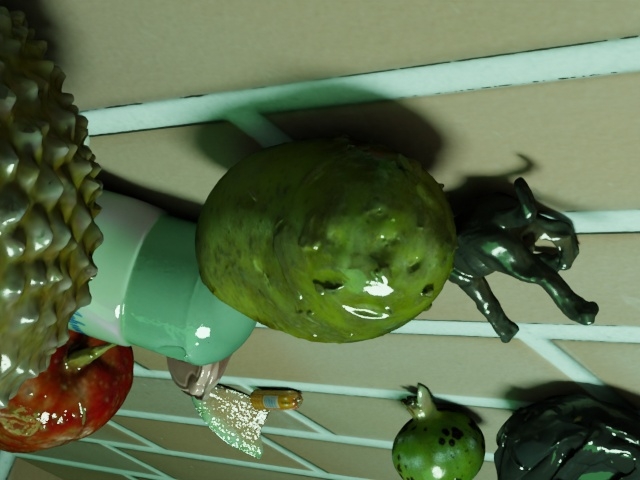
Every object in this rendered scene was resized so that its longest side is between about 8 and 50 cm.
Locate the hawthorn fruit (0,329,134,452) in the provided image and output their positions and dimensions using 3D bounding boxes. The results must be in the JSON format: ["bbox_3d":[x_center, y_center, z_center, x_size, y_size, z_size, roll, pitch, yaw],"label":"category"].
[{"bbox_3d":[-0.376,0.163,1.878,0.258,0.258,0.262,27,-173,-20],"label":"hawthorn fruit"}]

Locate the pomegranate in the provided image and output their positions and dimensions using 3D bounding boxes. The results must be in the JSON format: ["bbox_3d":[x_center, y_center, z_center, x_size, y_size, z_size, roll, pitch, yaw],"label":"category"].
[{"bbox_3d":[0.144,0.250,1.816,0.122,0.122,0.161,-5,111,50],"label":"pomegranate"}]

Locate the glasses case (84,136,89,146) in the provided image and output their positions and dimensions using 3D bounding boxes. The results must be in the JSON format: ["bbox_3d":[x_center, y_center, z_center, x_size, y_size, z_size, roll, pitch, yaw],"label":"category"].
[{"bbox_3d":[-0.298,-0.114,1.355,0.164,0.041,0.063,15,161,12],"label":"glasses case"}]

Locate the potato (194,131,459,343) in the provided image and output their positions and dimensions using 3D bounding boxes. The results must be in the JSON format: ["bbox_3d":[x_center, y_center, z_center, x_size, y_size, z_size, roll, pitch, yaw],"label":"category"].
[{"bbox_3d":[0.000,0.000,1.200,0.141,0.176,0.298,-17,-171,-33],"label":"potato"}]

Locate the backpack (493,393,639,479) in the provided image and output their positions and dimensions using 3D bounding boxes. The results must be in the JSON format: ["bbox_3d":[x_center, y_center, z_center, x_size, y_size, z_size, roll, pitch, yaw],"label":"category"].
[{"bbox_3d":[0.309,0.250,1.626,0.206,0.133,0.258,19,154,-6],"label":"backpack"}]

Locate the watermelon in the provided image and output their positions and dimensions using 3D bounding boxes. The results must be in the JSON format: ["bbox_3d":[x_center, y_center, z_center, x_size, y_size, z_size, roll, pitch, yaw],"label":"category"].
[{"bbox_3d":[-0.147,0.250,2.173,0.155,0.080,0.101,26,-165,-22],"label":"watermelon"}]

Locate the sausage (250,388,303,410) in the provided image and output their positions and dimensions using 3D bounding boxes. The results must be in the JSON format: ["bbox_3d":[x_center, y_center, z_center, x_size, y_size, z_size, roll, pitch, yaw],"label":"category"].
[{"bbox_3d":[-0.060,0.230,2.048,0.031,0.031,0.107,33,157,-33],"label":"sausage"}]

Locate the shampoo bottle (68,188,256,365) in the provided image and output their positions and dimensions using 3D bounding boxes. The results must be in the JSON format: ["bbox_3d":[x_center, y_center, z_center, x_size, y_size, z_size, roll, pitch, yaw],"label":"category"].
[{"bbox_3d":[-0.228,0.026,1.499,0.350,0.151,0.222,16,158,10],"label":"shampoo bottle"}]

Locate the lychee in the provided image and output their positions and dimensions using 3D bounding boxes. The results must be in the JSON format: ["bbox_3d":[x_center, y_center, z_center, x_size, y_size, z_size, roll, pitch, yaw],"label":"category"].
[{"bbox_3d":[-0.352,-0.019,1.161,0.380,0.380,0.432,27,133,-18],"label":"lychee"}]

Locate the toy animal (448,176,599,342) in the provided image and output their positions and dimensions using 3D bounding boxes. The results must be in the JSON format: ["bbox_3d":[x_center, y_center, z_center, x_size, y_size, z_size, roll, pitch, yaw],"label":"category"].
[{"bbox_3d":[0.144,0.015,1.209,0.148,0.084,0.233,26,163,-13],"label":"toy animal"}]

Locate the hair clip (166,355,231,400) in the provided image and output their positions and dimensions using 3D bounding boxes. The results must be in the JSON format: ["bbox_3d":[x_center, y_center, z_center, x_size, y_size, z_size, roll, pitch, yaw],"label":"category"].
[{"bbox_3d":[-0.145,0.102,1.641,0.102,0.138,0.123,37,162,-28],"label":"hair clip"}]
